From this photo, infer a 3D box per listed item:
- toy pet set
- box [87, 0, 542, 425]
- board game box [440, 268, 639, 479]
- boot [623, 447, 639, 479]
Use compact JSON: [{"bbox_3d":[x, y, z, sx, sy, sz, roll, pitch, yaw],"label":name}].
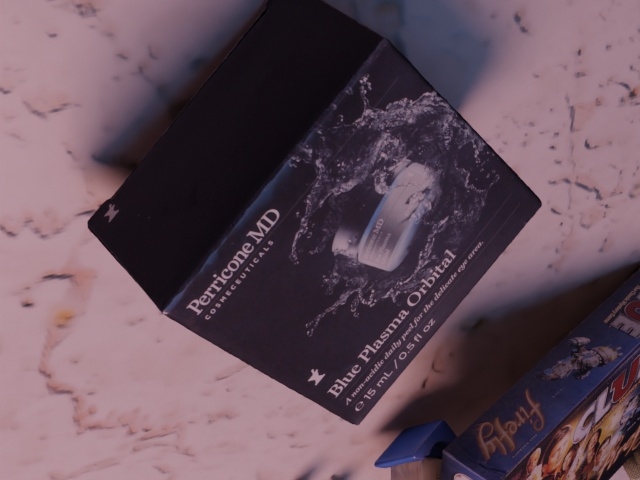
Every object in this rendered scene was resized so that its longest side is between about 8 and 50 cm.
[{"bbox_3d":[0.046,0.171,0.785,0.122,0.065,0.114,14,154,-34],"label":"toy pet set"},{"bbox_3d":[0.001,-0.013,0.539,0.156,0.093,0.158,-51,133,2],"label":"box"},{"bbox_3d":[0.173,0.139,0.762,0.243,0.042,0.165,-35,141,-32],"label":"board game box"},{"bbox_3d":[0.346,0.177,0.933,0.165,0.077,0.213,-35,151,12],"label":"boot"}]
